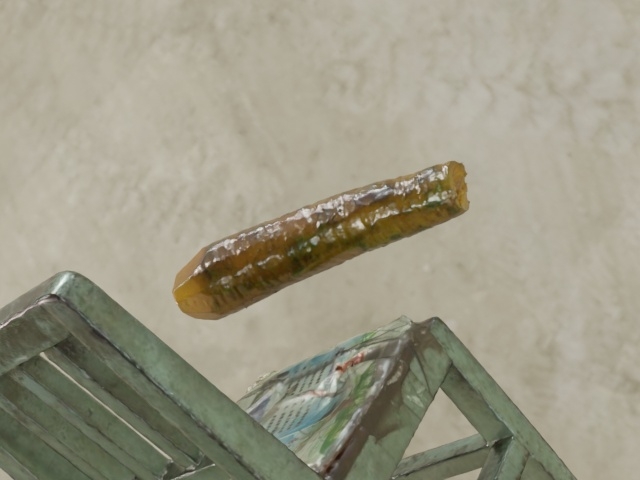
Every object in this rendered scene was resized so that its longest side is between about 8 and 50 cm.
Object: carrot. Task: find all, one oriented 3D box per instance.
[{"bbox_3d":[0.000,0.000,0.686,0.170,0.042,0.042,-21,56,18],"label":"carrot"}]

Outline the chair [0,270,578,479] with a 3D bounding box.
[{"bbox_3d":[-0.020,0.092,0.586,0.136,0.270,0.147,-30,18,43],"label":"chair"}]
